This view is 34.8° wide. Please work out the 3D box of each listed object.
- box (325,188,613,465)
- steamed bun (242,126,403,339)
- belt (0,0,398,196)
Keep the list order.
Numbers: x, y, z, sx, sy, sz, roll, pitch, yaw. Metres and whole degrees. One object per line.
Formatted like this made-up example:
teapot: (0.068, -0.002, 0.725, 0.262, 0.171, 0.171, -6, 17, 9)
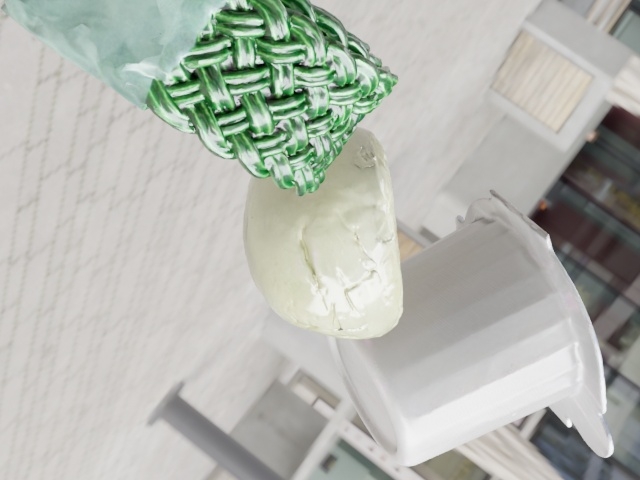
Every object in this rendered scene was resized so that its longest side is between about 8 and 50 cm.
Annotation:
box: (0.138, 0.127, 1.036, 0.206, 0.291, 0.262, -24, 176, -11)
steamed bun: (0.000, 0.000, 0.599, 0.130, 0.090, 0.112, 81, 1, -49)
belt: (-0.040, -0.088, 0.368, 0.079, 0.151, 0.121, -54, -151, 12)
